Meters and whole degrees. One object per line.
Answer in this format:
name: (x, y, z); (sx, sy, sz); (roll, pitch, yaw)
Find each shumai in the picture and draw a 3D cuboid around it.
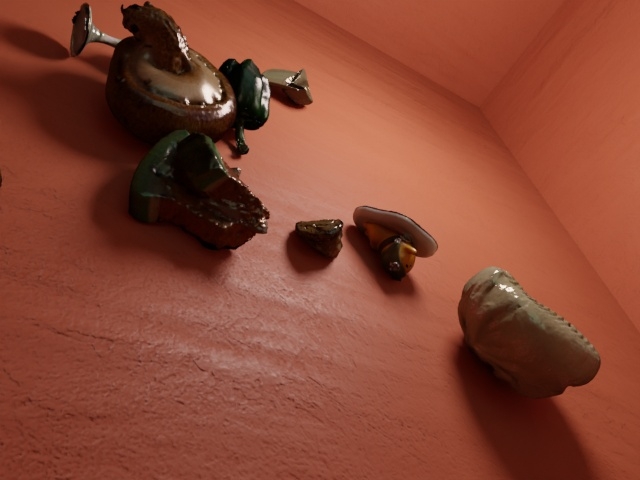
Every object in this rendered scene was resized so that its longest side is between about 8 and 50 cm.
shumai: (0.001, -0.008, 1.402); (0.123, 0.139, 0.105); (-6, 78, -13)

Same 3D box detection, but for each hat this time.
hat: (-0.123, -0.532, 2.036); (0.173, 0.144, 0.166); (-11, 38, 7)

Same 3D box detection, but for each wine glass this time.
wine glass: (-0.492, -0.509, 1.532); (0.321, 0.143, 0.143); (9, 40, -38)

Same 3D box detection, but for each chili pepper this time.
chili pepper: (-0.226, -0.362, 1.582); (0.165, 0.261, 0.174); (9, -7, 4)

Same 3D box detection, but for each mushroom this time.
mushroom: (-0.360, -0.377, 1.364); (0.345, 0.260, 0.345); (18, 42, -18)

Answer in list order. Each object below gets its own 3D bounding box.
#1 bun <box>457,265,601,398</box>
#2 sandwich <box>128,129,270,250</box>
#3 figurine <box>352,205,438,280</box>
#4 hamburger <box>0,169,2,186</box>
bun: (0.495, 0.242, 1.427); (0.365, 0.219, 0.365); (37, 14, -11)
sandwich: (-0.233, -0.105, 1.196); (0.301, 0.162, 0.250); (32, 44, -4)
figurine: (0.173, 0.021, 1.543); (0.250, 0.167, 0.141); (21, 63, 22)
hamburger: (-0.584, -0.101, 0.857); (0.136, 0.175, 0.175); (25, 29, 9)
